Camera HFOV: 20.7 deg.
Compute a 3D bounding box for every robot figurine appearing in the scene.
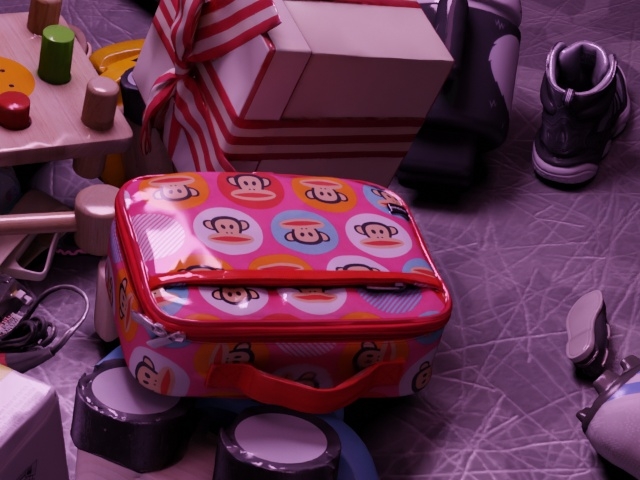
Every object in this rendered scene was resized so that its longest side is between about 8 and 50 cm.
[{"bbox_3d":[0.158,-0.208,2.148,0.173,0.278,0.209,15,-13,-31],"label":"robot figurine"}]

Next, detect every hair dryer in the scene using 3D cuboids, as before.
[{"bbox_3d":[-0.377,0.133,1.733,0.293,0.080,0.223,-48,22,-17],"label":"hair dryer"}]

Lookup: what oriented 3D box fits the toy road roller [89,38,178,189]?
[{"bbox_3d":[-0.139,-0.167,2.122,0.329,0.202,0.240,-22,33,-26],"label":"toy road roller"}]

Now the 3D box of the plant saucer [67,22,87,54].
[{"bbox_3d":[-0.412,-0.182,2.183,0.278,0.041,0.278,-17,34,12],"label":"plant saucer"}]

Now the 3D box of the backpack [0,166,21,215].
[{"bbox_3d":[-0.439,-0.050,2.009,0.182,0.152,0.115,-12,43,-37],"label":"backpack"}]

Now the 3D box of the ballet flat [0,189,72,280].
[{"bbox_3d":[-0.350,0.035,1.931,0.086,0.086,0.248,16,47,17],"label":"ballet flat"}]

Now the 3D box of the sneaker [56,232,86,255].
[{"bbox_3d":[-0.264,-0.012,2.022,0.119,0.057,0.047,6,39,7],"label":"sneaker"}]

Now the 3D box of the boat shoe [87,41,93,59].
[{"bbox_3d":[-0.348,-0.206,2.269,0.063,0.059,0.170,17,39,18],"label":"boat shoe"}]

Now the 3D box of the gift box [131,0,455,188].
[{"bbox_3d":[-0.037,-0.175,1.816,0.258,0.255,0.276,0,40,-30],"label":"gift box"}]

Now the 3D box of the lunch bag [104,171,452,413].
[{"bbox_3d":[-0.039,0.053,1.563,0.293,0.120,0.258,0,39,-19],"label":"lunch bag"}]

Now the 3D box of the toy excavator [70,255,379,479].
[{"bbox_3d":[-0.108,0.167,1.710,0.433,0.222,0.445,17,26,20],"label":"toy excavator"}]

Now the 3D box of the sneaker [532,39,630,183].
[{"bbox_3d":[0.341,-0.197,2.215,0.101,0.153,0.268,14,39,14],"label":"sneaker"}]

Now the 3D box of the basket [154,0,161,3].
[{"bbox_3d":[-0.208,-0.410,2.478,0.227,0.154,0.204,27,45,34],"label":"basket"}]

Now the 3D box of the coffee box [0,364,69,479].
[{"bbox_3d":[-0.425,0.279,1.398,0.334,0.337,0.338,19,41,22],"label":"coffee box"}]

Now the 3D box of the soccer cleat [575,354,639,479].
[{"bbox_3d":[0.407,0.150,1.818,0.331,0.116,0.143,-32,65,-34],"label":"soccer cleat"}]

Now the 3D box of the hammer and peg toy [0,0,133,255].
[{"bbox_3d":[-0.350,-0.136,1.914,0.266,0.127,0.361,-8,44,-27],"label":"hammer and peg toy"}]

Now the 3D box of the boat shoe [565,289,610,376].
[{"bbox_3d":[0.297,0.101,1.917,0.046,0.038,0.125,-32,21,26],"label":"boat shoe"}]
